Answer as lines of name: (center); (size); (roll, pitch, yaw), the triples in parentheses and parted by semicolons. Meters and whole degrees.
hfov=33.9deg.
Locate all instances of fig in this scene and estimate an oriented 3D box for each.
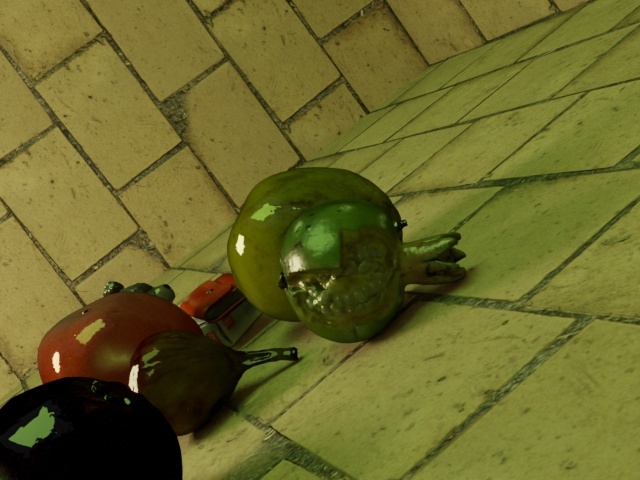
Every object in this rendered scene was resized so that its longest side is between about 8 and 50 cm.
fig: (-0.192, 0.255, 1.843); (0.290, 0.190, 0.190); (4, 7, -8)

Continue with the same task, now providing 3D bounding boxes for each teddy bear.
teddy bear: (-0.377, 0.185, 2.416); (0.144, 0.251, 0.171); (-38, 25, -3)

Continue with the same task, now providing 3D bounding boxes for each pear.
pear: (0.000, 0.000, 1.928); (0.375, 0.287, 0.287); (-11, 24, 33)

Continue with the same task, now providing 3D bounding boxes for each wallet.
wallet: (-0.218, 0.117, 2.238); (0.142, 0.045, 0.204); (-38, 14, -17)

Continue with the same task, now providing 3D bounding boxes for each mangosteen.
mangosteen: (-0.337, 0.350, 1.483); (0.297, 0.313, 0.297); (1, -9, 0)

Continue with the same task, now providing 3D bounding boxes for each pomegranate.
pomegranate: (0.081, 0.040, 1.676); (0.302, 0.235, 0.236); (-10, 16, 10)

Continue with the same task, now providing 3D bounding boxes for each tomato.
tomato: (-0.390, 0.236, 2.071); (0.341, 0.272, 0.341); (-35, 11, 8)

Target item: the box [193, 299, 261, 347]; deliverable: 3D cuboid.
box: (-0.195, 0.152, 2.341); (0.135, 0.079, 0.269); (-26, 15, 39)
